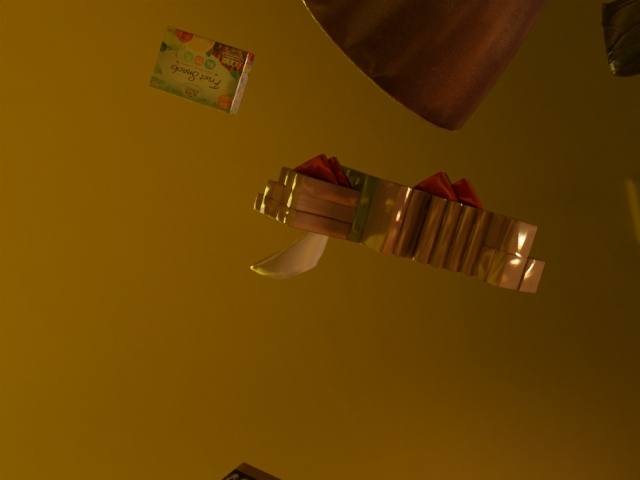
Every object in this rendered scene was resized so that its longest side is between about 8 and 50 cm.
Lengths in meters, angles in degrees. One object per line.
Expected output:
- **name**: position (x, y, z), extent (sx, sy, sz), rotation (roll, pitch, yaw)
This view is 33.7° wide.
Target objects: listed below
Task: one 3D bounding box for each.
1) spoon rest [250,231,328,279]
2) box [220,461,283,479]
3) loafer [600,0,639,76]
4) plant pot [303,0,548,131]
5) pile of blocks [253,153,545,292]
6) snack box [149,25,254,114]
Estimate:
- **spoon rest**: position (0.000, 0.000, 1.788), extent (0.276, 0.084, 0.137), rotation (-17, 6, 30)
- **box**: position (-0.111, 0.302, 0.986), extent (0.225, 0.037, 0.136), rotation (-37, 27, -29)
- **loafer**: position (0.259, -0.182, 0.747), extent (0.062, 0.061, 0.170), rotation (-8, -18, -35)
- **plant pot**: position (0.132, -0.258, 0.979), extent (0.230, 0.215, 0.215), rotation (-46, -24, 23)
- **pile of blocks**: position (0.108, -0.039, 1.299), extent (0.362, 0.113, 0.149), rotation (16, 6, -9)
- **snack box**: position (-0.184, -0.263, 1.641), extent (0.141, 0.100, 0.037), rotation (19, 9, 12)
